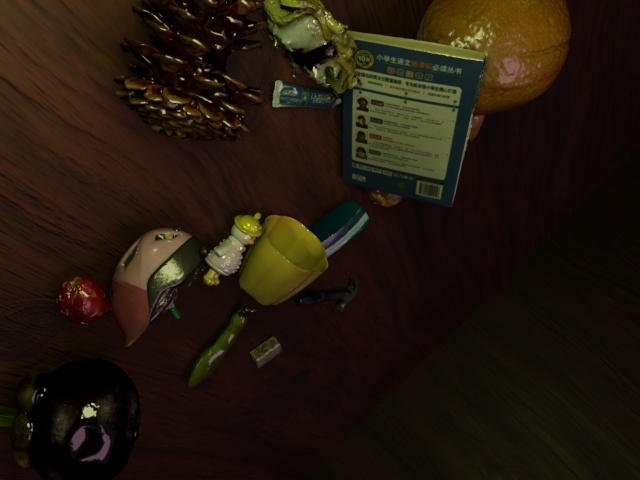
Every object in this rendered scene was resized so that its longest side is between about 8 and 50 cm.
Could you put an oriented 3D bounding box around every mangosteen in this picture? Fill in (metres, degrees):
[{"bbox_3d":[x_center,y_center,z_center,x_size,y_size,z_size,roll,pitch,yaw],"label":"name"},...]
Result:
[{"bbox_3d":[-0.548,0.391,1.229,0.302,0.275,0.275,8,126,-15],"label":"mangosteen"}]

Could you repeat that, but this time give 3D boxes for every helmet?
[{"bbox_3d":[-0.351,0.077,1.172,0.253,0.154,0.198,-40,-172,7],"label":"helmet"}]

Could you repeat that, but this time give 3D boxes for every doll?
[{"bbox_3d":[-0.206,0.016,1.340,0.207,0.081,0.129,-52,167,6],"label":"doll"}]

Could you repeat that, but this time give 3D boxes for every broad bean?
[{"bbox_3d":[-0.279,0.293,1.592,0.325,0.067,0.075,-55,178,11],"label":"broad bean"}]

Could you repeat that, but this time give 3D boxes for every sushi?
[{"bbox_3d":[-0.007,-0.372,1.084,0.131,0.139,0.291,-39,150,2],"label":"sushi"}]

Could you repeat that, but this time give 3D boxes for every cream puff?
[{"bbox_3d":[0.181,-0.166,1.570,0.126,0.103,0.144,-38,148,-23],"label":"cream puff"}]

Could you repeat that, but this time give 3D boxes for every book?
[{"bbox_3d":[0.192,-0.263,1.311,0.428,0.300,0.039,89,21,-50],"label":"book"}]

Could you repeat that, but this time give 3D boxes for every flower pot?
[{"bbox_3d":[-0.106,0.063,1.426,0.195,0.195,0.179,1,138,-50],"label":"flower pot"}]

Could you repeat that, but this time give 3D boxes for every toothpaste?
[{"bbox_3d":[-0.026,-0.309,1.228,0.197,0.035,0.057,-7,116,-44],"label":"toothpaste"},{"bbox_3d":[-0.362,0.164,1.379,0.017,0.020,0.083,-37,148,-19],"label":"toothpaste"}]

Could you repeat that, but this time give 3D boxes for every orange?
[{"bbox_3d":[0.385,-0.444,1.296,0.357,0.322,0.322,-27,144,-27],"label":"orange"}]

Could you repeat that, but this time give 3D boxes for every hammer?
[{"bbox_3d":[0.020,0.177,1.831,0.290,0.037,0.137,3,124,-52],"label":"hammer"}]

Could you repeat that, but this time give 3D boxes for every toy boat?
[{"bbox_3d":[0.000,0.000,1.557,0.299,0.096,0.062,-38,137,-9],"label":"toy boat"}]

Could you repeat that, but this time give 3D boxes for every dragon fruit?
[{"bbox_3d":[-0.468,0.135,1.162,0.094,0.094,0.190,-40,160,-10],"label":"dragon fruit"}]

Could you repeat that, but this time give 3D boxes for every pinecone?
[{"bbox_3d":[-0.181,-0.293,0.873,0.246,0.246,0.292,3,109,-51],"label":"pinecone"}]

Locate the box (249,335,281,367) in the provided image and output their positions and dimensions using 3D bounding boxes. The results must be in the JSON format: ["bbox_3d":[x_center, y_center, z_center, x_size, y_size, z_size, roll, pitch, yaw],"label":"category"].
[{"bbox_3d":[-0.172,0.353,1.797,0.098,0.045,0.062,-31,146,-21],"label":"box"}]

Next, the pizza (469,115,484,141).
[{"bbox_3d":[0.421,-0.411,1.603,0.182,0.074,0.365,-39,149,-15],"label":"pizza"}]
